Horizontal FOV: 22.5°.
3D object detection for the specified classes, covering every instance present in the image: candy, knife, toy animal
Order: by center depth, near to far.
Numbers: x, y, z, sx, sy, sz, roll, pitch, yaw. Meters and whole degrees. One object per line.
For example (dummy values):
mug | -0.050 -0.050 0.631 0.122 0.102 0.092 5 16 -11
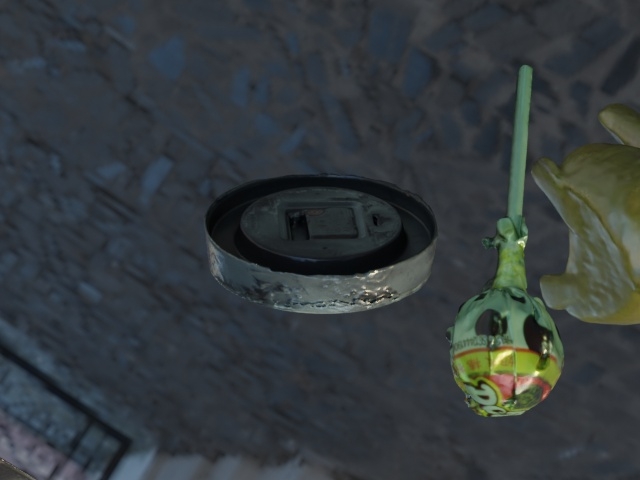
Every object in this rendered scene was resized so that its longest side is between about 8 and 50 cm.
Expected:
candy | 0.146 -0.010 1.233 0.083 0.305 0.091 -9 149 29
toy animal | 0.360 -0.043 1.558 0.180 0.363 0.181 12 120 44
knife | -0.312 0.274 1.761 0.060 0.028 0.230 -1 149 24

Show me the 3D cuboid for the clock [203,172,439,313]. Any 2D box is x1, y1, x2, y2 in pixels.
clock | 0.000 0.000 1.543 0.226 0.226 0.049 17 120 27
